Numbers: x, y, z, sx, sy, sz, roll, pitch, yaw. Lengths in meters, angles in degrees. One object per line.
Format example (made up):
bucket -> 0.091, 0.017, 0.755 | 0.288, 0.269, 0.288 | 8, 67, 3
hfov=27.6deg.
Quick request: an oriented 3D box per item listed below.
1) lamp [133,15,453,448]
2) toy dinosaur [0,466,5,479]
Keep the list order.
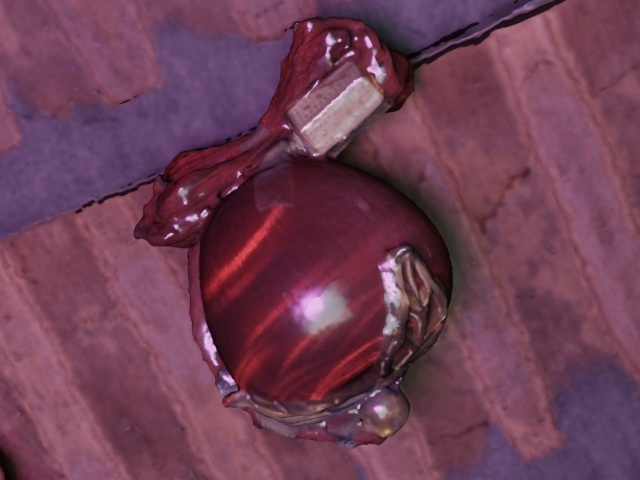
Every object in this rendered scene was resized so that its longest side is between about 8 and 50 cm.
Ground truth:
lamp -> 0.001, 0.004, 0.767 | 0.215, 0.151, 0.223 | -39, 97, 9
toy dinosaur -> -0.188, 0.213, 0.841 | 0.152, 0.194, 0.177 | -33, 122, 21
